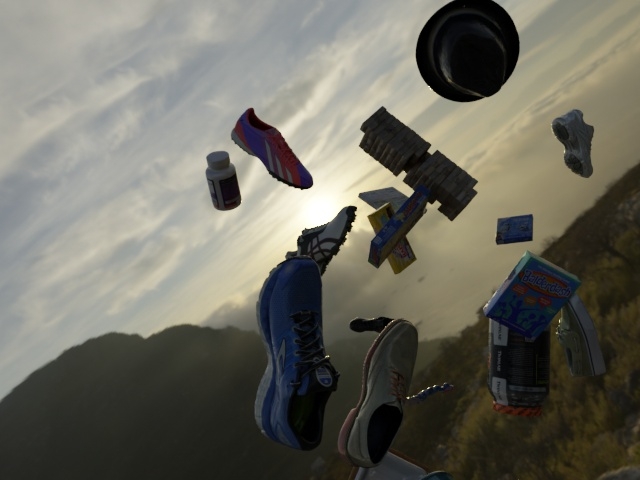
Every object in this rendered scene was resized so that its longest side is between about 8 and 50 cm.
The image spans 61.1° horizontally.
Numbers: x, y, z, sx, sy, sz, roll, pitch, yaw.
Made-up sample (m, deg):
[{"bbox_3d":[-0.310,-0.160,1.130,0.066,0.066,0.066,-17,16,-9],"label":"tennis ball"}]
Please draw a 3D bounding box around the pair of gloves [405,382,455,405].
[{"bbox_3d":[0.316,0.480,1.668,0.198,0.023,0.159,-31,-29,25],"label":"pair of gloves"}]

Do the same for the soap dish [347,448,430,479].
[{"bbox_3d":[0.175,0.780,1.649,0.291,0.229,0.118,-63,3,-16],"label":"soap dish"}]

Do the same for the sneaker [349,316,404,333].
[{"bbox_3d":[0.189,0.280,1.825,0.089,0.170,0.051,128,147,-60],"label":"sneaker"}]

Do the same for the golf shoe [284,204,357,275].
[{"bbox_3d":[0.000,0.000,1.453,0.273,0.120,0.105,-56,1,33],"label":"golf shoe"}]

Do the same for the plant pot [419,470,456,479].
[{"bbox_3d":[0.375,0.830,1.489,0.271,0.272,0.255,-39,33,-21],"label":"plant pot"}]

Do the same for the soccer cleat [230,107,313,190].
[{"bbox_3d":[-0.140,-0.284,1.704,0.116,0.318,0.108,-55,-8,34],"label":"soccer cleat"}]

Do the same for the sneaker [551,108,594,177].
[{"bbox_3d":[0.816,-0.305,1.690,0.115,0.232,0.090,-36,24,-10],"label":"sneaker"}]

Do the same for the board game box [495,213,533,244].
[{"bbox_3d":[0.506,-0.029,1.415,0.090,0.020,0.090,-8,38,28],"label":"board game box"}]

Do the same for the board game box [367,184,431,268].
[{"bbox_3d":[0.197,-0.033,1.366,0.201,0.035,0.136,-48,-16,-16],"label":"board game box"}]

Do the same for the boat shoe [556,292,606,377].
[{"bbox_3d":[0.718,0.270,1.525,0.094,0.302,0.109,-23,18,10],"label":"boat shoe"}]

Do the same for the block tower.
[{"bbox_3d":[0.251,-0.200,1.412,0.091,0.335,0.097,-45,-9,-27],"label":"block tower"}]

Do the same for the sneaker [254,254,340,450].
[{"bbox_3d":[-0.023,0.189,0.903,0.129,0.330,0.147,-3,7,-37],"label":"sneaker"}]

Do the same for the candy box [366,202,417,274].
[{"bbox_3d":[0.226,-0.007,1.703,0.105,0.206,0.027,-32,8,-38],"label":"candy box"}]

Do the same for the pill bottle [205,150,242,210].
[{"bbox_3d":[-0.341,-0.210,1.893,0.108,0.108,0.194,-38,-42,-36],"label":"pill bottle"}]

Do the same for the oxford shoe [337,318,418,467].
[{"bbox_3d":[0.181,0.382,1.369,0.146,0.140,0.397,-27,38,63],"label":"oxford shoe"}]

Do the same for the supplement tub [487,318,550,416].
[{"bbox_3d":[0.693,0.427,1.897,0.207,0.338,0.207,4,-7,0],"label":"supplement tub"}]

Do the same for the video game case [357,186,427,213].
[{"bbox_3d":[0.301,-0.155,2.260,0.227,0.206,0.026,-14,-48,-43],"label":"video game case"}]

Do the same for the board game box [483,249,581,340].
[{"bbox_3d":[0.570,0.152,1.469,0.210,0.160,0.047,-62,5,23],"label":"board game box"}]

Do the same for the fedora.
[{"bbox_3d":[0.446,-0.533,1.597,0.334,0.334,0.152,-41,30,27],"label":"fedora"}]
